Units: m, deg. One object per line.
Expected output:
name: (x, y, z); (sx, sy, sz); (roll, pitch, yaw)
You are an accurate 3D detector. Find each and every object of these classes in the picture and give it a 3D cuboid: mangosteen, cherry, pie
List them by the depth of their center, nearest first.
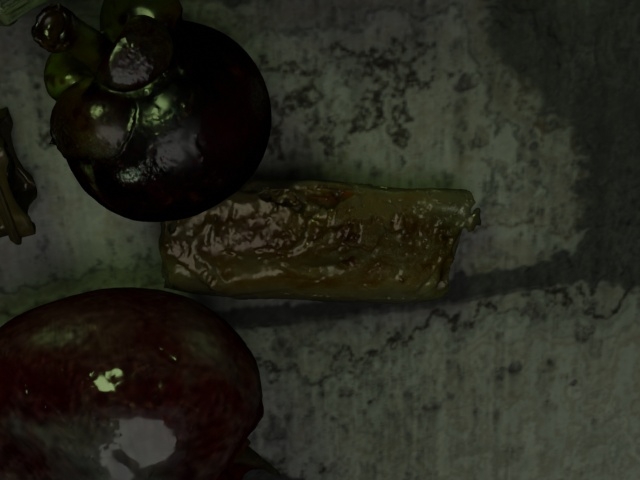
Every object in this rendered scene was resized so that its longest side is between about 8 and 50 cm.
mangosteen: (-0.122, -0.107, 0.952); (0.172, 0.172, 0.184); (-11, 111, -5)
cherry: (-0.175, 0.151, 1.066); (0.300, 0.203, 0.230); (9, 125, -7)
pie: (0.000, 0.000, 1.091); (0.282, 0.068, 0.128); (3, 120, -14)

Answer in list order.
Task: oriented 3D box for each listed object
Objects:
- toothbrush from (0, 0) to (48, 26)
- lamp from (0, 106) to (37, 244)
toothbrush: (-0.211, -0.174, 0.900); (0.294, 0.028, 0.026); (-21, 121, 31)
lamp: (-0.395, -0.015, 0.992); (0.325, 0.089, 0.090); (-14, 120, -4)
